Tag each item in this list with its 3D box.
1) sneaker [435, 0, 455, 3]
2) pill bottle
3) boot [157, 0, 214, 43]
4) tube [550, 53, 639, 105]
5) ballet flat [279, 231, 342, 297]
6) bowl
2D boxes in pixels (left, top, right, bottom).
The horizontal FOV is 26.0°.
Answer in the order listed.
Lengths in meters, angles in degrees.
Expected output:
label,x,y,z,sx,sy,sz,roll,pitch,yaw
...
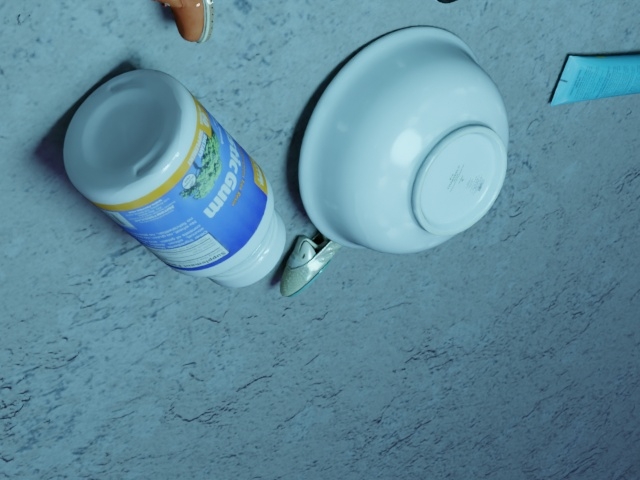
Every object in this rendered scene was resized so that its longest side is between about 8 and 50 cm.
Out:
label,x,y,z,sx,sy,sz,roll,pitch,yaw
sneaker,0.230,-0.330,1.576,0.217,0.121,0.079,-40,143,-3
pill bottle,-0.142,-0.053,1.487,0.152,0.152,0.272,-43,144,1
boot,-0.155,-0.253,1.357,0.084,0.059,0.158,-27,133,-16
tube,0.411,-0.227,1.918,0.207,0.052,0.080,-9,128,-30
ballet flat,0.000,0.000,1.773,0.168,0.057,0.052,-43,117,-4
bowl,0.128,-0.096,1.670,0.297,0.134,0.298,-21,129,-29
